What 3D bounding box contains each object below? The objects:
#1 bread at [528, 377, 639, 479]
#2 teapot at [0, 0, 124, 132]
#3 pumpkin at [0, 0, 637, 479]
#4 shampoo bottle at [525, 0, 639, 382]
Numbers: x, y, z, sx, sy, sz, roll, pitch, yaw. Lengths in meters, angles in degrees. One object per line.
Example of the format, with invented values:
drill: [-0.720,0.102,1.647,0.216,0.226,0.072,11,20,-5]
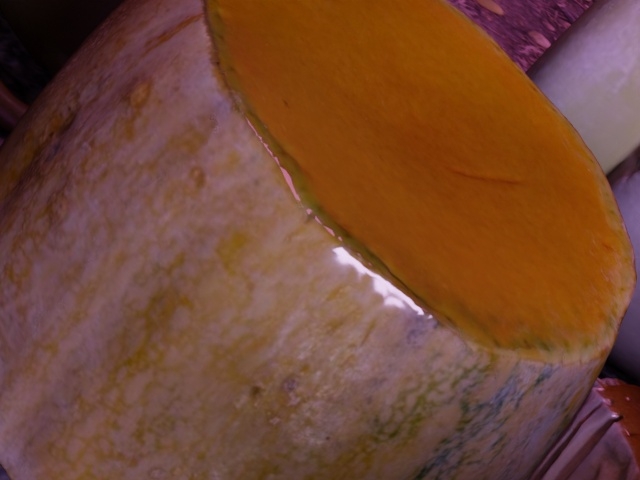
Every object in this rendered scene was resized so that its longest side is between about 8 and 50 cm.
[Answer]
bread: [0.221,0.182,0.741,0.192,0.110,0.210,22,31,-25]
teapot: [-0.106,-0.152,0.860,0.268,0.185,0.175,-43,110,-31]
pumpkin: [0.000,0.000,0.678,0.332,0.199,0.332,23,39,-20]
shampoo bottle: [0.291,-0.042,0.933,0.317,0.322,0.322,48,30,7]
